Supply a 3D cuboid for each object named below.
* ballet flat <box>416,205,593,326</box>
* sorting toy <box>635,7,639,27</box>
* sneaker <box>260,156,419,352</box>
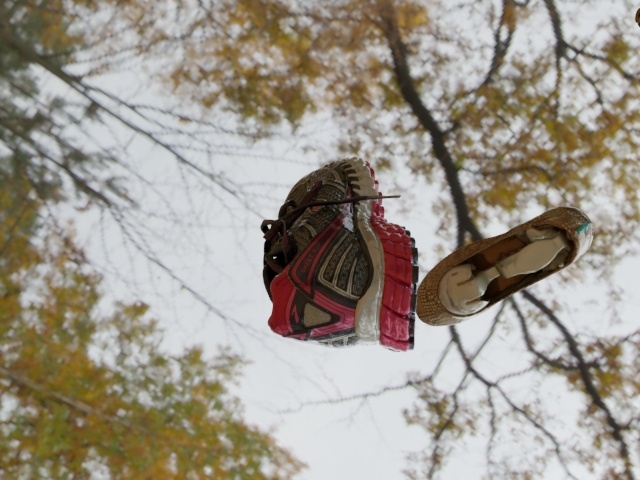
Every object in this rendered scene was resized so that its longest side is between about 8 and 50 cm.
[{"bbox_3d":[0.175,0.029,1.017,0.206,0.073,0.067,-34,179,21],"label":"ballet flat"},{"bbox_3d":[0.421,-0.307,1.270,0.061,0.042,0.102,-150,-111,-80],"label":"sorting toy"},{"bbox_3d":[0.000,0.000,0.861,0.299,0.112,0.121,-118,-150,-72],"label":"sneaker"}]
